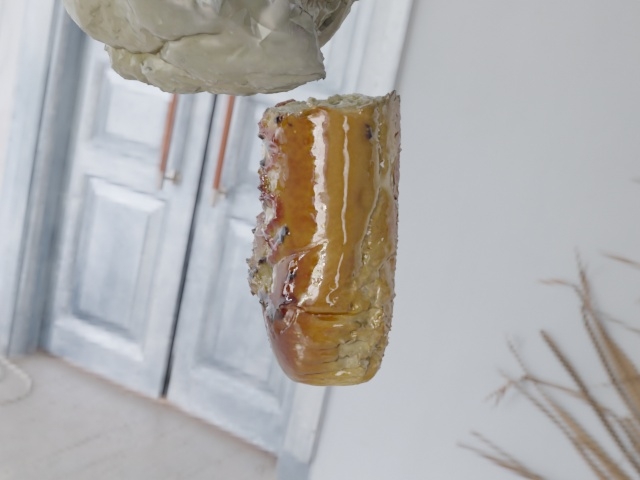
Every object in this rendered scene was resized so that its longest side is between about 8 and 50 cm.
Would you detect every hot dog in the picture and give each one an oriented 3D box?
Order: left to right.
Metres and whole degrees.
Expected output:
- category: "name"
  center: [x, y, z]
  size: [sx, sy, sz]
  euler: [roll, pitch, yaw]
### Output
- category: "hot dog"
  center: [0.000, 0.000, 1.511]
  size: [0.196, 0.366, 0.367]
  euler: [-2, 4, -2]

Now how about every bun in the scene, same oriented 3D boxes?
- category: "bun"
  center: [-0.056, -0.222, 0.840]
  size: [0.281, 0.282, 0.205]
  euler: [12, -22, -3]
